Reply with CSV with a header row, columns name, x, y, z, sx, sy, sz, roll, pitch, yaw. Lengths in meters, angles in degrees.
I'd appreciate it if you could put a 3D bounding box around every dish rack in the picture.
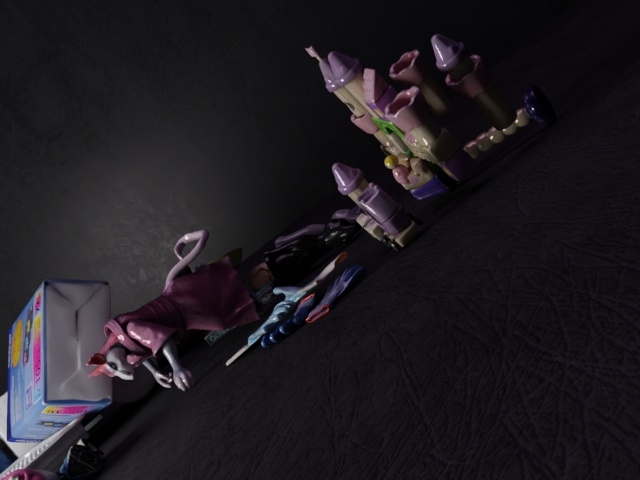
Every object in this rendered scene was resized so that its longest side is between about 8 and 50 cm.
name,x,y,z,sx,sy,sz,roll,pitch,yaw
dish rack,-0.603,0.490,1.899,0.333,0.072,0.285,-33,8,45

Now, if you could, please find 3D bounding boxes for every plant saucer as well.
name,x,y,z,sx,sy,sz,roll,pitch,yaw
plant saucer,-0.280,0.098,2.276,0.241,0.037,0.241,-33,-3,-2

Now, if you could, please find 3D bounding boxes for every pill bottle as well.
name,x,y,z,sx,sy,sz,roll,pitch,yaw
pill bottle,-0.451,0.290,2.189,0.146,0.146,0.264,-39,5,-12

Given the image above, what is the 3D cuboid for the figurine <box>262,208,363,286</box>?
name,x,y,z,sx,sy,sz,roll,pitch,yaw
figurine,0.000,0.000,2.077,0.209,0.092,0.215,-29,6,13

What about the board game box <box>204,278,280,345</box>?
name,x,y,z,sx,sy,sz,roll,pitch,yaw
board game box,-0.171,0.157,2.109,0.186,0.026,0.126,-38,5,3

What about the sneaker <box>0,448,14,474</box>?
name,x,y,z,sx,sy,sz,roll,pitch,yaw
sneaker,-0.777,0.550,2.146,0.129,0.147,0.330,-38,6,-2

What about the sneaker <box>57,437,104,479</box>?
name,x,y,z,sx,sy,sz,roll,pitch,yaw
sneaker,-0.411,0.390,1.620,0.073,0.063,0.162,-54,1,-7

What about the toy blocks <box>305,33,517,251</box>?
name,x,y,z,sx,sy,sz,roll,pitch,yaw
toy blocks,0.095,-0.203,1.544,0.309,0.260,0.288,-48,24,-4

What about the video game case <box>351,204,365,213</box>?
name,x,y,z,sx,sy,sz,roll,pitch,yaw
video game case,0.030,-0.019,2.301,0.183,0.023,0.201,-37,5,14

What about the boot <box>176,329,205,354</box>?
name,x,y,z,sx,sy,sz,roll,pitch,yaw
boot,-0.314,0.215,2.371,0.152,0.073,0.197,-49,-10,12

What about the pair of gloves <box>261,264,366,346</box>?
name,x,y,z,sx,sy,sz,roll,pitch,yaw
pair of gloves,-0.010,0.101,1.519,0.198,0.023,0.159,-36,6,32

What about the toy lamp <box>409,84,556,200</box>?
name,x,y,z,sx,sy,sz,roll,pitch,yaw
toy lamp,0.264,-0.156,1.608,0.274,0.080,0.080,-33,7,30

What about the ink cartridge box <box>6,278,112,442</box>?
name,x,y,z,sx,sy,sz,roll,pitch,yaw
ink cartridge box,-0.578,0.279,2.058,0.151,0.270,0.395,6,-26,-27

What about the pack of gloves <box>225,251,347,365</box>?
name,x,y,z,sx,sy,sz,roll,pitch,yaw
pack of gloves,-0.072,0.105,1.600,0.195,0.046,0.232,-42,-1,-31

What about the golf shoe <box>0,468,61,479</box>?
name,x,y,z,sx,sy,sz,roll,pitch,yaw
golf shoe,-0.552,0.477,1.560,0.306,0.115,0.140,-31,-5,3

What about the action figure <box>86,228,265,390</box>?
name,x,y,z,sx,sy,sz,roll,pitch,yaw
action figure,-0.299,0.148,1.847,0.370,0.276,0.248,-25,2,-36

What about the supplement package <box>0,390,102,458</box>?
name,x,y,z,sx,sy,sz,roll,pitch,yaw
supplement package,-0.671,0.420,2.280,0.203,0.194,0.149,-40,5,-24

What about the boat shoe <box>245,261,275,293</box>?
name,x,y,z,sx,sy,sz,roll,pitch,yaw
boat shoe,-0.112,0.067,2.299,0.170,0.063,0.059,-41,0,-38
